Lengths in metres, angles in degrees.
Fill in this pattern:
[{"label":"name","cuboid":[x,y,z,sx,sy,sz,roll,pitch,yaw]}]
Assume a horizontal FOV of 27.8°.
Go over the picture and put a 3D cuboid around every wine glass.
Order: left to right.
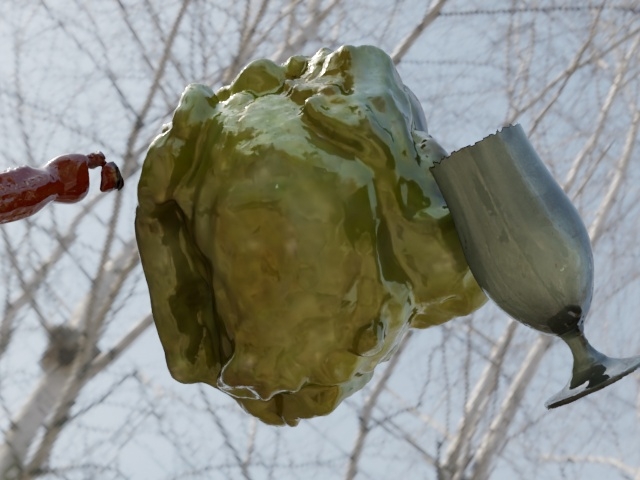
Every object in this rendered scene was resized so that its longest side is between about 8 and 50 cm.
[{"label":"wine glass","cuboid":[0.159,0.016,0.957,0.093,0.093,0.202,-32,-98,43]}]

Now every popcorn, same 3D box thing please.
[{"label":"popcorn","cuboid":[-0.017,0.000,1.118,0.312,0.312,0.312,17,-52,24]}]

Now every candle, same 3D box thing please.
[{"label":"candle","cuboid":[-0.309,-0.023,1.039,0.051,0.329,0.048,-29,-98,49]}]
